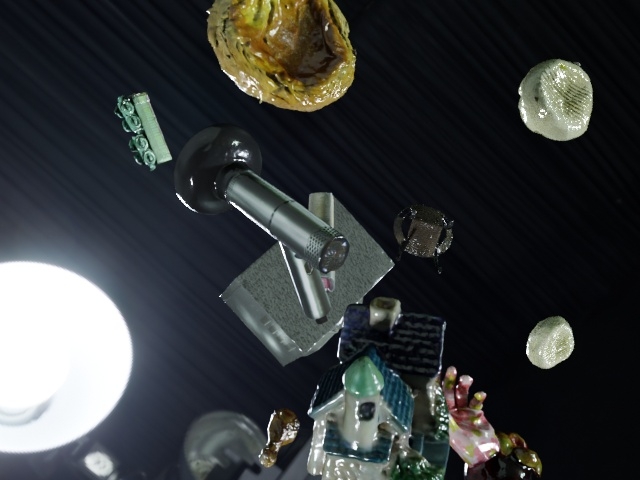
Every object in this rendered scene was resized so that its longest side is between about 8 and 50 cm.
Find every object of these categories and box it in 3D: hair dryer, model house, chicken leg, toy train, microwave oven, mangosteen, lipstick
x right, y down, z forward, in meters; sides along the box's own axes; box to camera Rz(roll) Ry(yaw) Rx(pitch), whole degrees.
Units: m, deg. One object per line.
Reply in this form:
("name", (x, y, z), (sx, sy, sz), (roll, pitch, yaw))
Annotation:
("hair dryer", (-0.088, 0.011, 1.106), (0.155, 0.320, 0.284), (-26, 142, -31))
("model house", (0.113, 0.259, 1.233), (0.243, 0.284, 0.298), (4, -158, 12))
("chicken leg", (-0.145, 0.662, 2.313), (0.087, 0.107, 0.251), (-59, 177, 30))
("toy train", (-0.332, -0.205, 1.299), (0.038, 0.148, 0.071), (-14, -171, 43))
("microwave oven", (-0.035, 0.133, 2.185), (0.432, 0.374, 0.236), (-43, -179, -27))
("mangosteen", (0.466, 0.596, 1.764), (0.210, 0.210, 0.210), (-44, -168, 12))
("lipstick", (0.000, 0.000, 1.675), (0.079, 0.077, 0.253), (82, 9, -56))

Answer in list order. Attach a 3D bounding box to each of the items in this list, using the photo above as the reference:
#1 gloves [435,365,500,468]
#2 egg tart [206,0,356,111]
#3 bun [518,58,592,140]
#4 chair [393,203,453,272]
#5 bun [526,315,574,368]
("gloves", (0.332, 0.421, 1.668), (0.145, 0.241, 0.126), (-25, 161, -16))
("egg tart", (-0.089, -0.418, 1.505), (0.352, 0.352, 0.150), (-54, -175, -32))
("bun", (0.685, -0.406, 2.037), (0.259, 0.259, 0.160), (-52, -167, -25))
("chair", (0.292, -0.022, 1.949), (0.213, 0.174, 0.149), (-65, 170, -75))
("bun", (0.473, 0.208, 1.440), (0.115, 0.115, 0.069), (-48, -144, -7))
